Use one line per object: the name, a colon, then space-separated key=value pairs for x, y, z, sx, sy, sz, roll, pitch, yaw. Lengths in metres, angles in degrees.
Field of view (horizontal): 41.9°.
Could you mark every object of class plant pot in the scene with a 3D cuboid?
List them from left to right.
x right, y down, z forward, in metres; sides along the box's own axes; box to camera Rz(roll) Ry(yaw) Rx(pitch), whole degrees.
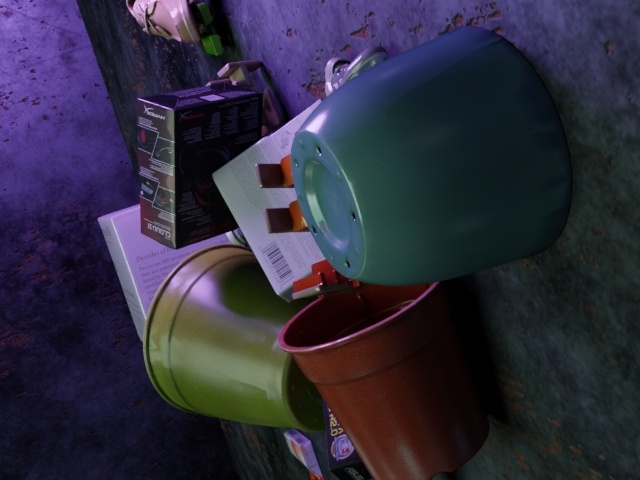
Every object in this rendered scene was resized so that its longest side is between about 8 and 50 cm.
plant pot: x=-0.097 y=0.212 z=1.641 sx=0.353 sy=0.366 sz=0.366 roll=12 pitch=123 yaw=46
plant pot: x=0.115 y=0.206 z=1.267 sx=0.265 sy=0.272 sz=0.272 roll=64 pitch=162 yaw=-12
plant pot: x=0.106 y=-0.080 z=0.991 sx=0.293 sy=0.235 sz=0.293 roll=54 pitch=156 yaw=38

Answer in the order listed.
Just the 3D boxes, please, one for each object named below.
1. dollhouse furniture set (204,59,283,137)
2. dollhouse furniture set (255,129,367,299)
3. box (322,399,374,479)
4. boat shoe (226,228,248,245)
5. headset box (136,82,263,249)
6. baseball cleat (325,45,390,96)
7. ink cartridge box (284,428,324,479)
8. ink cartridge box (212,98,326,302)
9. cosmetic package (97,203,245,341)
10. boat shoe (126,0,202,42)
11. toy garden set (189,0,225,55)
dollhouse furniture set: x=-0.144 y=-0.228 z=1.730 sx=0.242 sy=0.161 sz=0.212 roll=-29 pitch=82 yaw=49
dollhouse furniture set: x=0.009 y=-0.050 z=1.240 sx=0.262 sy=0.135 sz=0.259 roll=-22 pitch=76 yaw=49
box: x=0.090 y=0.354 z=1.475 sx=0.270 sy=0.060 sz=0.216 roll=53 pitch=-157 yaw=-42
boat shoe: x=-0.199 y=-0.150 z=2.004 sx=0.099 sy=0.116 sz=0.319 roll=-16 pitch=88 yaw=28
headset box: x=-0.222 y=-0.129 z=1.559 sx=0.110 sy=0.218 sz=0.293 roll=22 pitch=120 yaw=36
baseball cleat: x=0.043 y=-0.244 z=1.241 sx=0.206 sy=0.072 sz=0.109 roll=121 pitch=132 yaw=-62
ink cartridge box: x=-0.044 y=0.656 z=2.457 sx=0.145 sy=0.045 sz=0.179 roll=9 pitch=116 yaw=69
ink cartridge box: x=-0.028 y=-0.072 z=1.436 sx=0.275 sy=0.239 sz=0.060 roll=59 pitch=-173 yaw=26
cosmetic package: x=-0.397 y=0.069 z=2.364 sx=0.329 sy=0.328 sz=0.393 roll=4 pitch=113 yaw=69
boat shoe: x=-0.350 y=-0.495 z=1.845 sx=0.341 sy=0.110 sz=0.121 roll=46 pitch=157 yaw=58
toy garden set: x=-0.269 y=-0.534 z=1.815 sx=0.204 sy=0.049 sz=0.244 roll=38 pitch=150 yaw=64
